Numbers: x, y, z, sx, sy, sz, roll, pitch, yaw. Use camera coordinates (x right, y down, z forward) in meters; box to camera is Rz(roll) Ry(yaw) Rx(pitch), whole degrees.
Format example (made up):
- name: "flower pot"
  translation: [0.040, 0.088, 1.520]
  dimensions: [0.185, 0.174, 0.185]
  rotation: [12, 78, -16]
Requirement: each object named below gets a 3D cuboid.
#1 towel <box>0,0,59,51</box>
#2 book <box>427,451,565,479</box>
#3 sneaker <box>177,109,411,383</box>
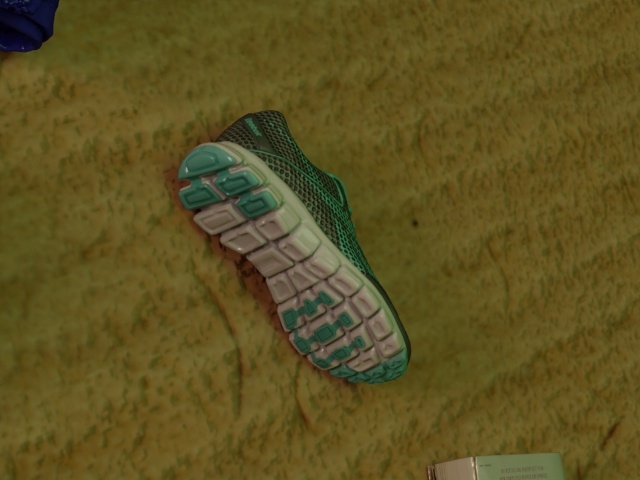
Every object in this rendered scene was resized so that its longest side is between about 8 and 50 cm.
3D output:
- name: "towel"
  translation: [-0.195, -0.261, 0.812]
  dimensions: [0.227, 0.076, 0.308]
  rotation: [22, 59, -41]
- name: "book"
  translation: [0.113, 0.192, 0.996]
  dimensions: [0.096, 0.035, 0.144]
  rotation: [5, 73, -47]
- name: "sneaker"
  translation: [0.000, 0.000, 0.931]
  dimensions: [0.166, 0.065, 0.076]
  rotation: [54, 40, -19]
